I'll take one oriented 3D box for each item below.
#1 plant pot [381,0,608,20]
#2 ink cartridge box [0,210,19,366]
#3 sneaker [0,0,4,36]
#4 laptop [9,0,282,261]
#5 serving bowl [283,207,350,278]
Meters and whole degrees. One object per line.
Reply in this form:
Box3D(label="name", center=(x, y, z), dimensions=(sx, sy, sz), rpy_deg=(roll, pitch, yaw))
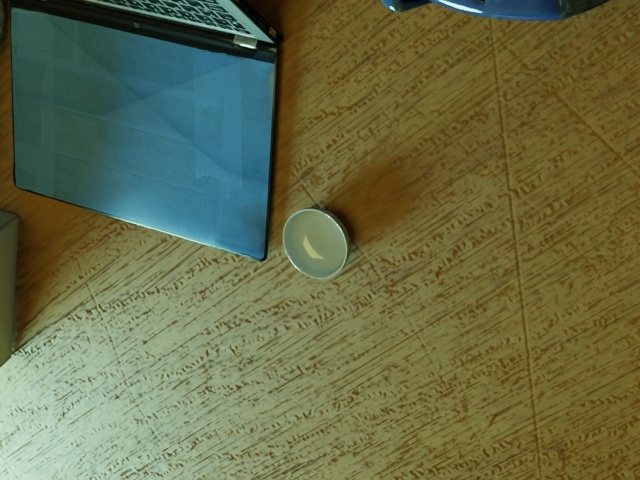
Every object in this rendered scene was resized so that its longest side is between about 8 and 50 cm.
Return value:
Box3D(label="plant pot", center=(0.160, -0.325, 1.266), dimensions=(0.212, 0.236, 0.236), rpy_deg=(1, 109, 36))
Box3D(label="ink cartridge box", center=(-0.563, 0.050, 1.863), dimensions=(0.307, 0.129, 0.223), rpy_deg=(14, 115, 12))
Box3D(label="sneaker", center=(-0.525, -0.226, 1.761), dimensions=(0.210, 0.137, 0.365), rpy_deg=(26, 108, 31))
Box3D(label="laptop", center=(-0.263, -0.180, 1.575), dimensions=(0.382, 0.408, 0.236), rpy_deg=(15, 82, 25))
Box3D(label="serving bowl", center=(0.000, 0.000, 1.603), dimensions=(0.083, 0.027, 0.083), rpy_deg=(11, 113, 28))
